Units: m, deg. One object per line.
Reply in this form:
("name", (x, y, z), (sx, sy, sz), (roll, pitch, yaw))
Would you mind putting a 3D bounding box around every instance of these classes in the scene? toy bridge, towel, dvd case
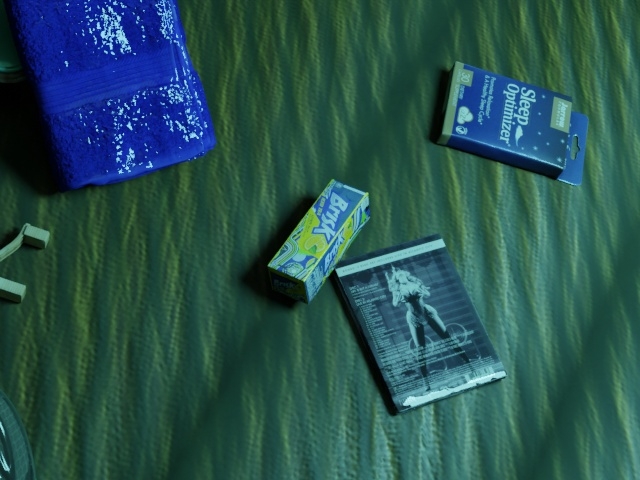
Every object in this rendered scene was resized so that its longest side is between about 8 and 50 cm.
("toy bridge", (-0.395, 0.056, 1.526), (0.063, 0.026, 0.188), (18, 59, -3))
("towel", (-0.267, -0.232, 1.597), (0.228, 0.076, 0.308), (-21, 104, -24))
("dvd case", (0.129, 0.106, 1.639), (0.164, 0.018, 0.221), (-16, 68, -20))

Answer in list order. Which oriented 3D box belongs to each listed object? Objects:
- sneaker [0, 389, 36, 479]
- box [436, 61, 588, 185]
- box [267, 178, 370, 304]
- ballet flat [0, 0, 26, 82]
("sneaker", (-0.399, 0.349, 1.263), (0.185, 0.202, 0.482), (10, 60, -10))
("box", (0.290, -0.172, 1.823), (0.225, 0.036, 0.136), (17, 59, -7))
("box", (0.000, 0.000, 1.634), (0.059, 0.054, 0.169), (22, 56, 22))
("ballet flat", (-0.404, -0.324, 1.684), (0.108, 0.106, 0.316), (9, 61, -11))
